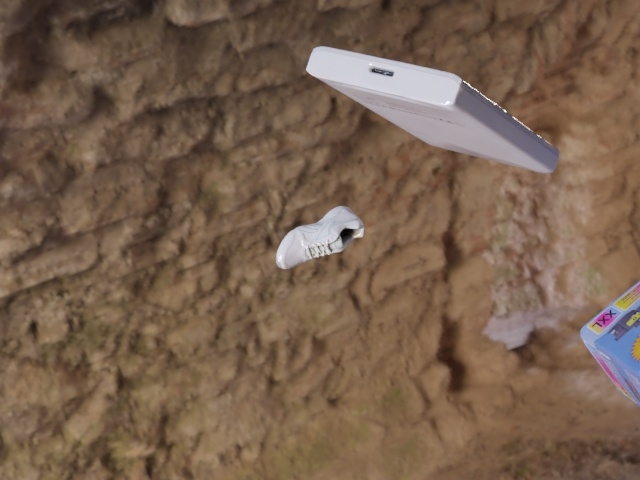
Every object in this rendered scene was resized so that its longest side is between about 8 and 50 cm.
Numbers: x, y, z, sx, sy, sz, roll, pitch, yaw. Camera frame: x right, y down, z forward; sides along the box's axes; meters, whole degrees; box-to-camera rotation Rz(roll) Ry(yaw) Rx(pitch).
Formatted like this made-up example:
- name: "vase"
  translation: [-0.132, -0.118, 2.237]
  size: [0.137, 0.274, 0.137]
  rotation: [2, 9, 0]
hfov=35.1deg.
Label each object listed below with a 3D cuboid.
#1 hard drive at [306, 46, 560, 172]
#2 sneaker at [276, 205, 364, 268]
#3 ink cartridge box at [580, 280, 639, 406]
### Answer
- name: "hard drive"
  translation: [0.170, -0.179, 1.427]
  size: [0.233, 0.047, 0.353]
  rotation: [19, 0, 34]
- name: "sneaker"
  translation: [0.000, 0.000, 1.562]
  size: [0.152, 0.053, 0.061]
  rotation: [-32, 41, -16]
- name: "ink cartridge box"
  translation: [0.563, 0.141, 1.410]
  size: [0.270, 0.151, 0.395]
  rotation: [-40, 10, 2]
